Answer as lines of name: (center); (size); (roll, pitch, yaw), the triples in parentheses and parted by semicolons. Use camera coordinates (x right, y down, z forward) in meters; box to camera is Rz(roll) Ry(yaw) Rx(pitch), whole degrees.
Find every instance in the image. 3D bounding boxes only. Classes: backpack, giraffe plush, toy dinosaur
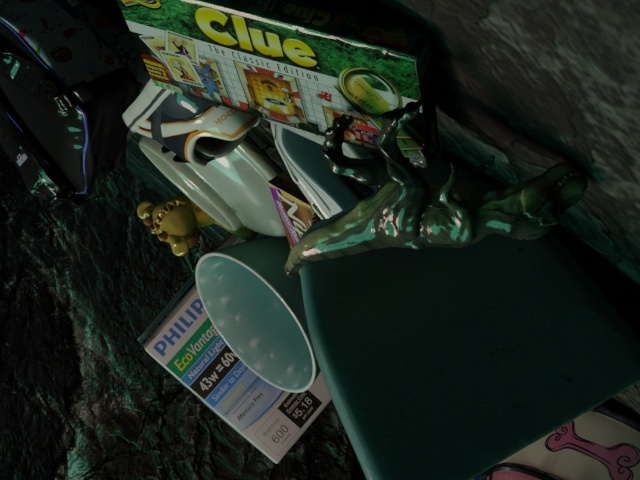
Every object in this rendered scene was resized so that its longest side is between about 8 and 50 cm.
backpack: (-0.374, -0.235, 1.526); (0.263, 0.213, 0.276); (41, 144, 10)
giraffe plush: (-0.239, -0.050, 1.999); (0.181, 0.170, 0.210); (32, 161, 49)
toy dinosaur: (0.053, -0.038, 0.779); (0.268, 0.064, 0.118); (-12, 109, 36)

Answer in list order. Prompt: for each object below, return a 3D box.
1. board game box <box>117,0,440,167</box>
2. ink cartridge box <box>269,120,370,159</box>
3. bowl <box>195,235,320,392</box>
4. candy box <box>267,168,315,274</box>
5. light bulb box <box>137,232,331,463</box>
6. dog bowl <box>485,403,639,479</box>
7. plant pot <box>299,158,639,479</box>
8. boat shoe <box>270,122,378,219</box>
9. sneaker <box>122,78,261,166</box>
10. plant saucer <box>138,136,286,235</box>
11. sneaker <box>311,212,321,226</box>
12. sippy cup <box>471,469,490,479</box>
board game box: (-0.034, -0.138, 0.821); (0.259, 0.030, 0.136); (18, 152, 21)
ink cartridge box: (-0.081, -0.198, 0.961); (0.275, 0.060, 0.239); (30, 164, 51)
bowl: (-0.071, 0.111, 1.968); (0.311, 0.163, 0.312); (33, 145, 27)
candy box: (0.000, 0.000, 1.444); (0.109, 0.053, 0.187); (33, 149, 50)
light bulb box: (-0.128, 0.198, 2.196); (0.361, 0.358, 0.225); (42, 170, -10)
dog bowl: (0.368, 0.380, 1.293); (0.408, 0.150, 0.408); (38, 158, 18)
plant pot: (0.105, 0.078, 0.951); (0.252, 0.247, 0.247); (61, 176, 13)
boat shoe: (0.041, -0.047, 1.128); (0.258, 0.095, 0.084); (56, 172, -18)
sneaker: (-0.161, -0.156, 1.322); (0.127, 0.126, 0.321); (49, 169, -10)
plant saucer: (-0.184, -0.120, 1.711); (0.400, 0.100, 0.400); (41, 172, 7)
sneaker: (0.107, 0.063, 1.299); (0.282, 0.099, 0.153); (44, 170, 43)
sippy cup: (0.292, 0.458, 1.677); (0.240, 0.305, 0.224); (60, 171, -17)
